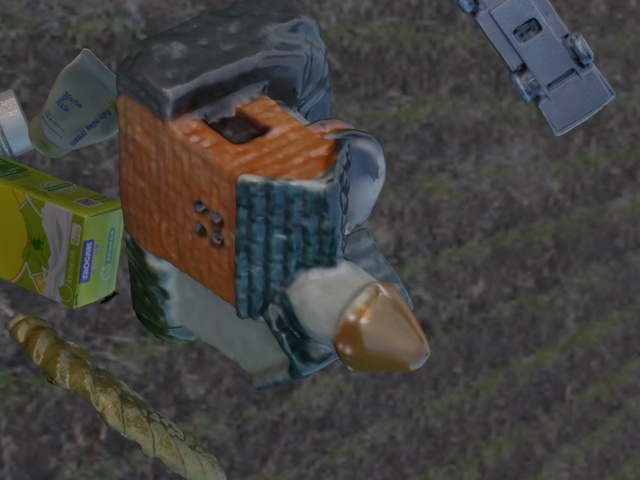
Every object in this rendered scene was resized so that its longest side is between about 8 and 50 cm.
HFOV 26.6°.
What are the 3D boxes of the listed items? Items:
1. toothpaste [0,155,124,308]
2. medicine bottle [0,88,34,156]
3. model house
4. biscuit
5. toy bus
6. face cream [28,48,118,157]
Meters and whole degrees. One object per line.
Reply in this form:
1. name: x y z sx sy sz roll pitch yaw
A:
1. toothpaste: -0.366 -0.030 1.519 0.077 0.327 0.110 -25 131 -57
2. medicine bottle: -0.540 -0.161 2.117 0.168 0.105 0.105 -23 123 -8
3. model house: 0.000 0.000 1.015 0.190 0.301 0.271 -24 134 -33
4. biscuit: -0.173 0.170 1.283 0.036 0.187 0.273 -49 124 -6
5. toy bus: 0.251 -0.295 1.755 0.330 0.109 0.136 49 14 -28
6. face cream: -0.327 -0.180 1.851 0.114 0.224 0.070 42 56 -17
